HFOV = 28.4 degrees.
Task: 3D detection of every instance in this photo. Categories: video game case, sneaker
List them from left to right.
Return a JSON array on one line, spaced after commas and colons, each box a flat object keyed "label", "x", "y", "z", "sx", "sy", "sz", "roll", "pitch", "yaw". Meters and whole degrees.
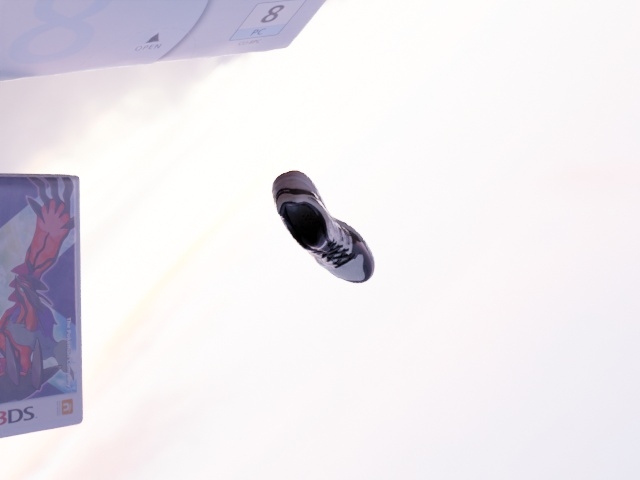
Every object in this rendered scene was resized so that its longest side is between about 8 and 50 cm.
[{"label": "video game case", "x": -0.253, "y": 0.050, "z": 0.943, "sx": 0.023, "sy": 0.201, "sz": 0.183, "roll": 1, "pitch": -178, "yaw": 39}, {"label": "sneaker", "x": 0.000, "y": 0.000, "z": 0.710, "sx": 0.032, "sy": 0.083, "sz": 0.037, "roll": -36, "pitch": -155, "yaw": 18}]

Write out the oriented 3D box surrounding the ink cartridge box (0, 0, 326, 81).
[{"label": "ink cartridge box", "x": -0.065, "y": -0.250, "z": 0.823, "sx": 0.308, "sy": 0.091, "sz": 0.385, "roll": -13, "pitch": 161, "yaw": -38}]
